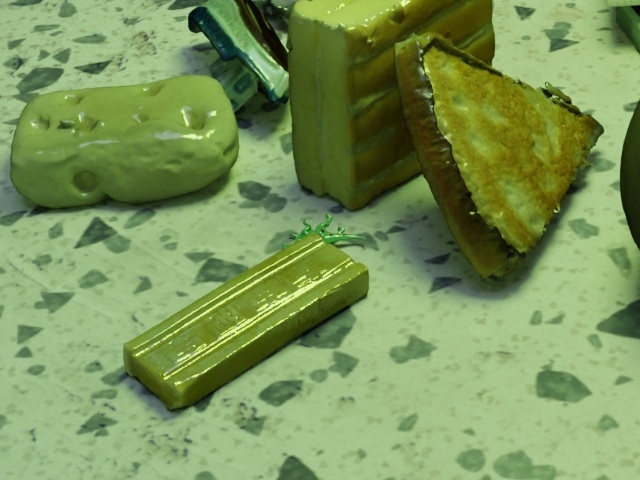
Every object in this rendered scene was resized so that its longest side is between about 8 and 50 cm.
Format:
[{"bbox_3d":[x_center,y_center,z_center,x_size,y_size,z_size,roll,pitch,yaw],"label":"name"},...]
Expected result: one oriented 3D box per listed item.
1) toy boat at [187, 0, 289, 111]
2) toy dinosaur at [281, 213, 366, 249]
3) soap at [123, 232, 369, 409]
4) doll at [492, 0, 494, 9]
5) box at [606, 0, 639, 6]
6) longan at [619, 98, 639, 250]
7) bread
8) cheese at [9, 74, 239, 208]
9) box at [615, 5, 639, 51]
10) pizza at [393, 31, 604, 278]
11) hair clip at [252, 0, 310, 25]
[{"bbox_3d":[-0.108,-0.219,1.917,0.115,0.114,0.262,-39,38,10],"label":"toy boat"},{"bbox_3d":[0.000,0.000,1.672,0.083,0.021,0.062,20,51,37],"label":"toy dinosaur"},{"bbox_3d":[-0.072,0.078,1.566,0.252,0.037,0.092,-31,42,-28],"label":"soap"},{"bbox_3d":[0.161,-0.381,2.077,0.208,0.144,0.271,-42,42,-9],"label":"doll"},{"bbox_3d":[0.462,-0.391,2.004,0.210,0.095,0.330,-2,24,10],"label":"box"},{"bbox_3d":[0.440,-0.096,1.506,0.350,0.288,0.288,-39,44,-9],"label":"longan"},{"bbox_3d":[0.086,-0.192,1.734,0.246,0.239,0.111,-31,46,-31],"label":"bread"},{"bbox_3d":[-0.222,-0.116,1.799,0.262,0.093,0.159,-4,40,6],"label":"cheese"},{"bbox_3d":[0.518,-0.269,1.928,0.270,0.045,0.211,-11,38,-6],"label":"box"},{"bbox_3d":[0.173,-0.122,1.655,0.074,0.251,0.288,-26,14,41],"label":"pizza"},{"bbox_3d":[-0.040,-0.327,2.071,0.292,0.085,0.106,13,46,32],"label":"hair clip"}]
